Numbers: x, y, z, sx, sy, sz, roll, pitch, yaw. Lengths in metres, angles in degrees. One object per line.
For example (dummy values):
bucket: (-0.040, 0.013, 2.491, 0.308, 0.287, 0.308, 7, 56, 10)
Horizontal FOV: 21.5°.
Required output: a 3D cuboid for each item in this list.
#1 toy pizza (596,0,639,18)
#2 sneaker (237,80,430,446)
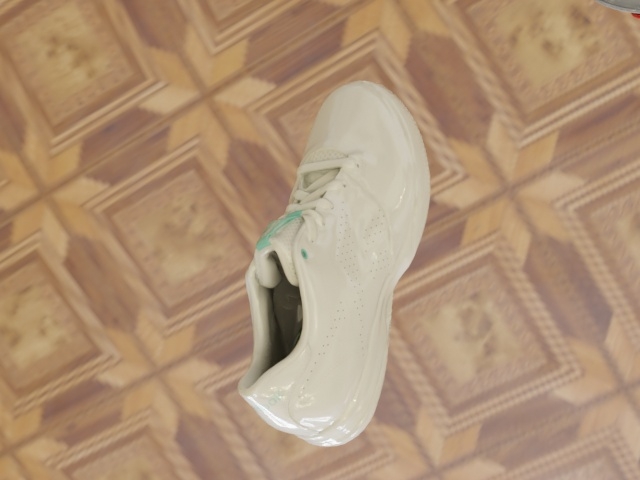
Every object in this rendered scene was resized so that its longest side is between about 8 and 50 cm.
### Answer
toy pizza: (0.272, -0.202, 1.129, 0.201, 0.201, 0.032, -12, 123, 23)
sneaker: (0.000, 0.000, 0.925, 0.080, 0.094, 0.212, -8, 65, 38)
